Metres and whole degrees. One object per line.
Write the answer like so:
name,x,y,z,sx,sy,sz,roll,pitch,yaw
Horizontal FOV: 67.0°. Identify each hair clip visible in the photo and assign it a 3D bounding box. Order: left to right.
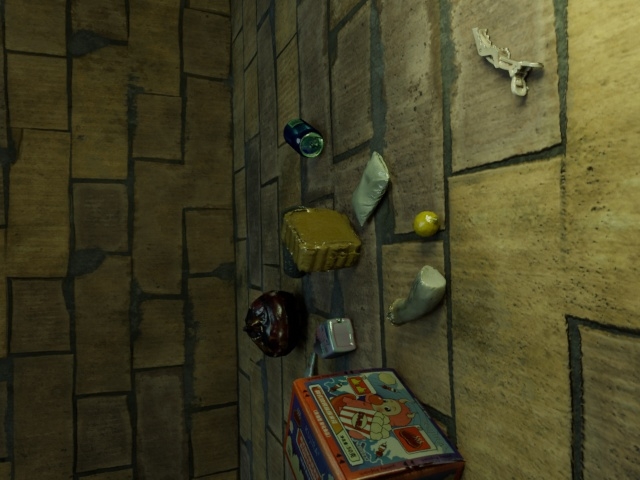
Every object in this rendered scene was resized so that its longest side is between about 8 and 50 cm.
hair clip,0.357,-0.362,0.968,0.226,0.034,0.072,-114,31,-45

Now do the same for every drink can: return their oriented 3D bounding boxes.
drink can,-0.066,-0.398,1.887,0.205,0.118,0.118,-126,41,-56

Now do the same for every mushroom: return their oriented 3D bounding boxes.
mushroom,0.239,0.154,1.221,0.092,0.081,0.223,56,147,24

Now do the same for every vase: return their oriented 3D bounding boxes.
vase,-0.092,0.002,1.946,0.251,0.156,0.300,-123,32,-47

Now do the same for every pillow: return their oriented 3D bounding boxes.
pillow,0.147,-0.153,1.466,0.229,0.051,0.128,116,148,-51

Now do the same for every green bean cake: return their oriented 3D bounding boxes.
green bean cake,0.000,0.000,1.608,0.229,0.224,0.131,-121,37,-45

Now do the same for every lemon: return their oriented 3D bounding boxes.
lemon,0.260,-0.041,1.181,0.083,0.062,0.062,142,123,-65

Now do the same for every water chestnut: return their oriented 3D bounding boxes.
water chestnut,-0.218,0.358,2.090,0.300,0.300,0.299,179,90,-68

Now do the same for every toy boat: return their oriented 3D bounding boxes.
toy boat,-0.054,0.591,1.965,0.206,0.096,0.282,137,139,-80

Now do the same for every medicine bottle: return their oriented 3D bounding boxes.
medicine bottle,0.042,0.346,1.683,0.188,0.095,0.119,131,132,-58

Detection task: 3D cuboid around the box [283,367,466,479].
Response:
box,0.115,0.533,1.220,0.348,0.319,0.256,-130,46,-58
